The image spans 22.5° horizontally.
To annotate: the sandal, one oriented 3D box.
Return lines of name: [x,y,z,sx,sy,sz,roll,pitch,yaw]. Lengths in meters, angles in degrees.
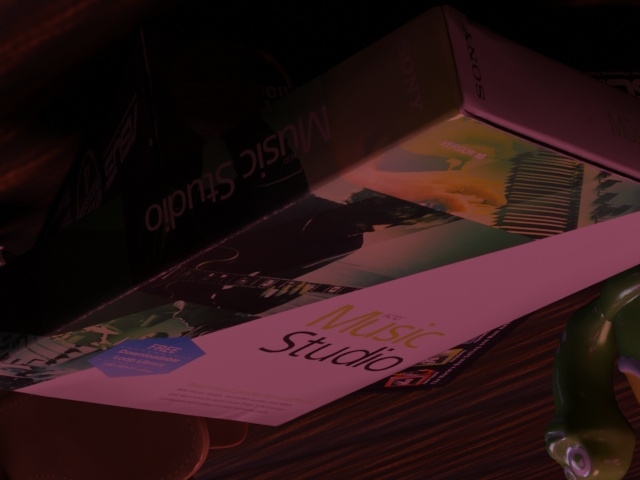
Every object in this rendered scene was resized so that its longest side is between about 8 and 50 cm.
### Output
sandal: [-0.145,0.119,1.013,0.240,0.088,0.079,-16,178,34]

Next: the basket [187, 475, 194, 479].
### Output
basket: [-0.206,0.253,1.546,0.167,0.113,0.103,5,150,-42]

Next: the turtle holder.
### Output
turtle holder: [0.328,0.084,1.243,0.320,0.227,0.243,-14,162,0]

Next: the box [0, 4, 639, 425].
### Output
box: [0.010,0.008,0.795,0.322,0.058,0.232,-29,152,34]

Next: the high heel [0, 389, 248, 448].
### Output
high heel: [-0.188,0.144,1.331,0.244,0.082,0.117,2,175,-35]

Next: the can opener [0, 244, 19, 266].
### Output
can opener: [-0.276,0.030,0.881,0.280,0.074,0.093,6,112,-36]

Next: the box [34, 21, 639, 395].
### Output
box: [0.000,0.000,0.980,0.318,0.097,0.395,0,157,-22]
